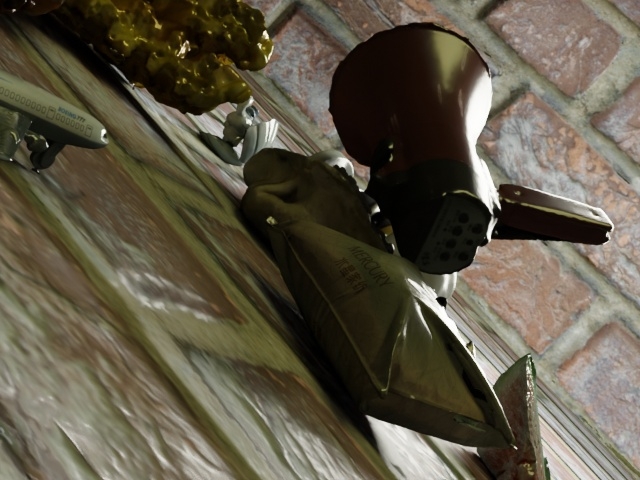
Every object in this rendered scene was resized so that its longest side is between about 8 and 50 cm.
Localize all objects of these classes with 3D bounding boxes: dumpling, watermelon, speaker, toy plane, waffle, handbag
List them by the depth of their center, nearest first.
[{"bbox_3d":[-0.208,-0.095,0.673,0.226,0.058,0.226,45,2,37],"label":"toy plane"},{"bbox_3d":[0.060,0.080,0.988,0.182,0.117,0.270,24,17,-32],"label":"handbag"},{"bbox_3d":[-0.003,0.004,1.195,0.332,0.086,0.166,48,-25,28],"label":"dumpling"},{"bbox_3d":[0.210,0.212,1.198,0.094,0.081,0.180,122,-40,-78],"label":"watermelon"},{"bbox_3d":[-0.208,-0.272,1.221,0.261,0.151,0.324,23,-18,50],"label":"waffle"},{"bbox_3d":[0.147,-0.062,1.235,0.259,0.198,0.329,37,23,-28],"label":"speaker"}]

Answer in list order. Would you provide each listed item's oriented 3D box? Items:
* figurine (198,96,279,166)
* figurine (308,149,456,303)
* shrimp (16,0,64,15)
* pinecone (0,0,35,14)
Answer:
[{"bbox_3d":[-0.100,-0.141,1.474,0.082,0.086,0.094,45,7,11],"label":"figurine"},{"bbox_3d":[0.054,0.002,1.339,0.236,0.133,0.176,46,5,27],"label":"figurine"},{"bbox_3d":[-0.335,-0.319,1.032,0.287,0.063,0.152,40,-32,4],"label":"shrimp"},{"bbox_3d":[-0.276,-0.260,0.905,0.173,0.173,0.173,44,7,-7],"label":"pinecone"}]
